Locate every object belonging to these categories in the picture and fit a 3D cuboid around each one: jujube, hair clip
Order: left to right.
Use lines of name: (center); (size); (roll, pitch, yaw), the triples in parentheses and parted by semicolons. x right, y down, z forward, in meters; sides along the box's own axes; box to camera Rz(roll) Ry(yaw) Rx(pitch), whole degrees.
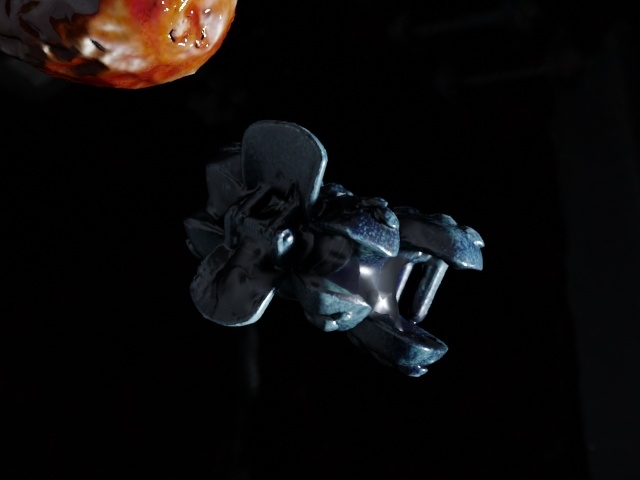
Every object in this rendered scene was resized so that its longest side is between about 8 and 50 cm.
jujube: (-0.191, -0.221, 1.261); (0.290, 0.197, 0.197); (26, -106, 33)
hair clip: (-0.006, -0.002, 1.532); (0.310, 0.206, 0.195); (24, -84, 38)
